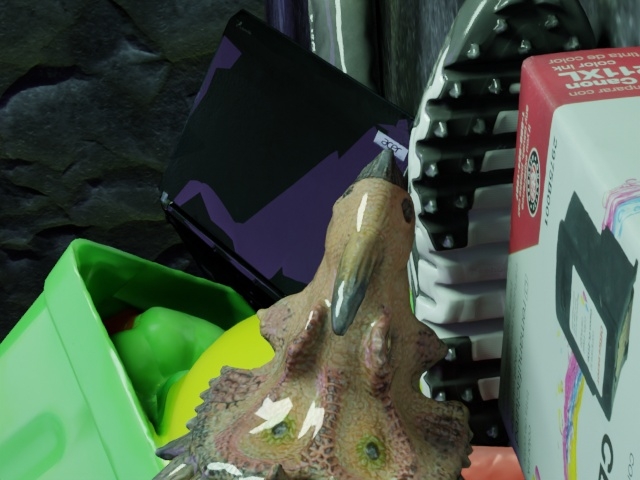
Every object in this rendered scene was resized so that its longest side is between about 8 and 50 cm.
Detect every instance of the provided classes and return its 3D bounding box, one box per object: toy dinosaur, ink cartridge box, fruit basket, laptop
[{"bbox_3d":[0.028,0.140,0.512,0.200,0.127,0.295,90,154,-78],"label":"toy dinosaur"},{"bbox_3d":[0.101,0.037,0.419,0.175,0.072,0.127,-102,12,-64],"label":"ink cartridge box"},{"bbox_3d":[-0.023,0.152,0.974,0.283,0.392,0.392,23,-120,-61],"label":"fruit basket"},{"bbox_3d":[0.000,0.000,1.190,0.234,0.136,0.264,38,163,42],"label":"laptop"}]

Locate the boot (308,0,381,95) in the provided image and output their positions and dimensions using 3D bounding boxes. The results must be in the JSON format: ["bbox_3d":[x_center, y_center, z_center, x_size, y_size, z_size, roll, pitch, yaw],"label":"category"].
[{"bbox_3d":[0.025,-0.121,1.266,0.189,0.076,0.208,150,125,-82],"label":"boot"}]

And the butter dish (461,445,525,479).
[{"bbox_3d":[0.057,0.161,0.687,0.118,0.160,0.160,-4,-87,-72],"label":"butter dish"}]

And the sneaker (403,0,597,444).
[{"bbox_3d":[0.070,-0.026,0.705,0.106,0.078,0.234,-103,10,-52],"label":"sneaker"}]
